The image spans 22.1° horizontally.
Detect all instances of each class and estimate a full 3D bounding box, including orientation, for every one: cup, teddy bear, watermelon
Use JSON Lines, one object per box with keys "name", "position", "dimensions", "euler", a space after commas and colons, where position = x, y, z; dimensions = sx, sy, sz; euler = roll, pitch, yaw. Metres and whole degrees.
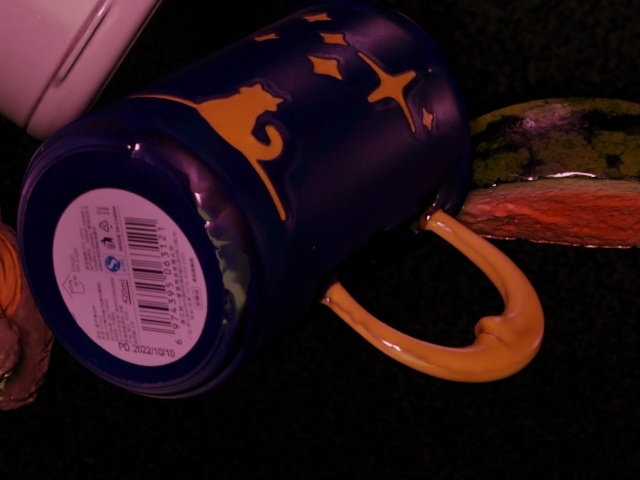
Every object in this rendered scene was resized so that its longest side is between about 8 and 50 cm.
{"name": "cup", "position": [-0.005, -0.021, 0.940], "dimensions": [0.255, 0.256, 0.178], "euler": [10, 115, 28]}
{"name": "teddy bear", "position": [-0.276, 0.032, 1.123], "dimensions": [0.177, 0.190, 0.140], "euler": [25, 96, 17]}
{"name": "watermelon", "position": [0.169, -0.034, 1.066], "dimensions": [0.245, 0.063, 0.119], "euler": [-1, 144, 8]}

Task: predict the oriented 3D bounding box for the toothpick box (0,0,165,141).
{"name": "toothpick box", "position": [-0.214, -0.229, 0.917], "dimensions": [0.316, 0.229, 0.229], "euler": [34, 123, -9]}
